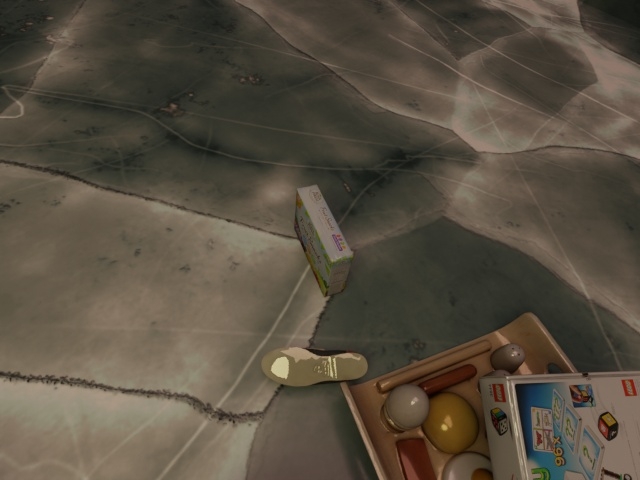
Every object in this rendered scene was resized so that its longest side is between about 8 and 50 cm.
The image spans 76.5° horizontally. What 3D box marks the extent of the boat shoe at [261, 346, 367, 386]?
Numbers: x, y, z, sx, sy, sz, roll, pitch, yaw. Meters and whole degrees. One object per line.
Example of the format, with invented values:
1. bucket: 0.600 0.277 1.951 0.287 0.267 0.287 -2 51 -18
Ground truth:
1. boat shoe: -0.008 0.163 0.532 0.137 0.043 0.049 1 78 -6

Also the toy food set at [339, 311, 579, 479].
1. toy food set: 0.200 0.224 0.484 0.306 0.092 0.219 -14 56 -18

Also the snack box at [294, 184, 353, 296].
1. snack box: 0.000 0.000 0.618 0.037 0.100 0.141 -14 56 -18

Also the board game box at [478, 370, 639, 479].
1. board game box: 0.275 0.290 0.401 0.193 0.053 0.305 4 71 -15
